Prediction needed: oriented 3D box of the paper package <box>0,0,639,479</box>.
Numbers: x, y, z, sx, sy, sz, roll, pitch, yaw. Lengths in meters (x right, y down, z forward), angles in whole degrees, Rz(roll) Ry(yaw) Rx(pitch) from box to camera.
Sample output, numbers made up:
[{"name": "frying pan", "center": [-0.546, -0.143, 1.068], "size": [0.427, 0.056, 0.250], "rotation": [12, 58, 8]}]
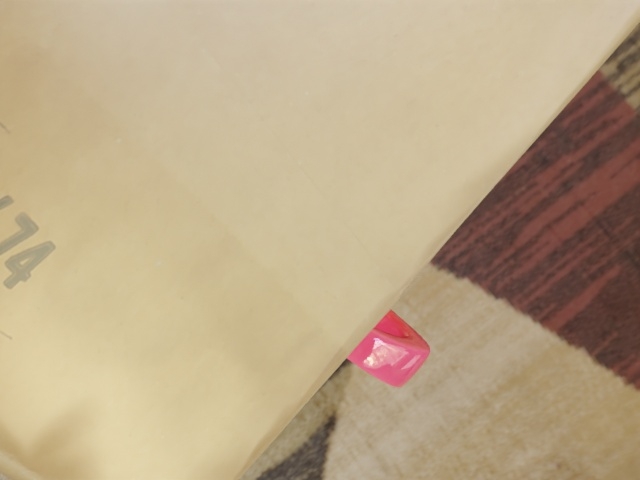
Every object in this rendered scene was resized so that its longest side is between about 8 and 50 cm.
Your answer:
[{"name": "paper package", "center": [-0.082, -0.112, 0.381], "size": [0.309, 0.325, 0.168], "rotation": [-48, 45, -4]}]

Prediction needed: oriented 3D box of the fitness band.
[{"name": "fitness band", "center": [-0.026, 0.016, 1.061], "size": [0.291, 0.209, 0.054], "rotation": [41, 94, 32]}]
